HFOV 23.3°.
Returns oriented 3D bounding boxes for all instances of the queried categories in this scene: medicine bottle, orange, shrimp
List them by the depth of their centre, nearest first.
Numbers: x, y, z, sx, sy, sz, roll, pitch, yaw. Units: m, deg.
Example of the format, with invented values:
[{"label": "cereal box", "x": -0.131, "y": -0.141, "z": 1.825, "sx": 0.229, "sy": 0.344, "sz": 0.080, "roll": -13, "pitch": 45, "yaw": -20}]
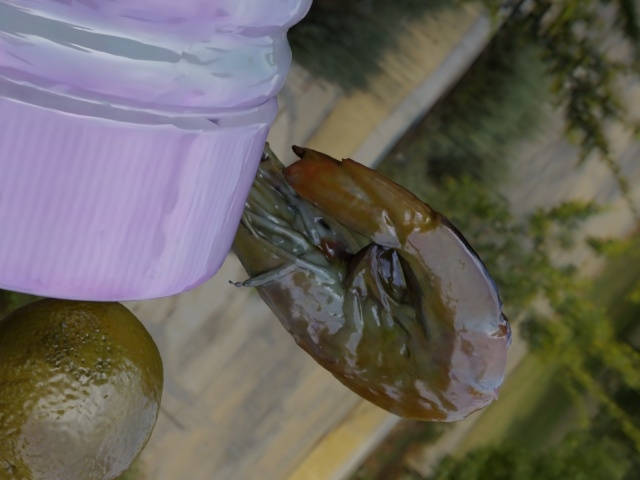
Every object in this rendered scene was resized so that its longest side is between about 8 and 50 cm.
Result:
[{"label": "medicine bottle", "x": -0.087, "y": -0.159, "z": 0.597, "sx": 0.202, "sy": 0.202, "sz": 0.315, "roll": -19, "pitch": 131, "yaw": -63}, {"label": "orange", "x": -0.108, "y": 0.064, "z": 0.655, "sx": 0.095, "sy": 0.085, "sz": 0.085, "roll": -54, "pitch": 173, "yaw": -47}, {"label": "shrimp", "x": 0.000, "y": 0.000, "z": 0.818, "sx": 0.068, "sy": 0.249, "sz": 0.150, "roll": -45, "pitch": 170, "yaw": -41}]
